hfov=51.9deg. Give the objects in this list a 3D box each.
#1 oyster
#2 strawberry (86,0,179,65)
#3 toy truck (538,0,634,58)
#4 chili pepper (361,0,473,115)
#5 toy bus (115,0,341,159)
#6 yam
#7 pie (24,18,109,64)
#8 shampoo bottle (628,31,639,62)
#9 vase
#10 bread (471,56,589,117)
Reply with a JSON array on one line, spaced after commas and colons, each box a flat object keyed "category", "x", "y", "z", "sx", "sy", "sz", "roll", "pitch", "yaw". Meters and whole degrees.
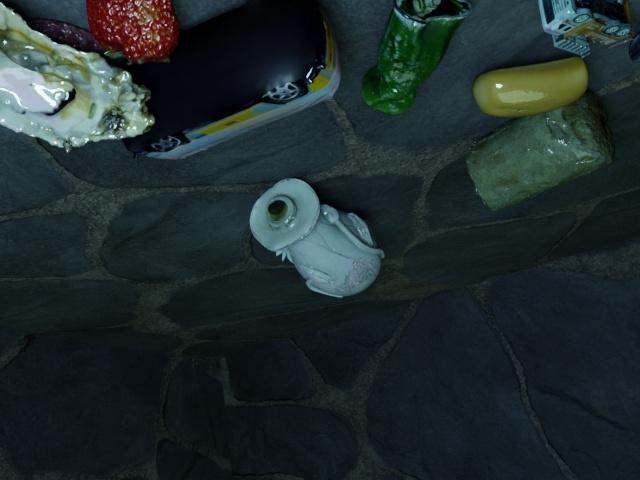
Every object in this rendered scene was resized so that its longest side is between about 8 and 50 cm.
[{"category": "oyster", "x": -0.421, "y": -0.242, "z": 0.976, "sx": 0.355, "sy": 0.107, "sz": 0.201, "roll": 28, "pitch": 123, "yaw": -26}, {"category": "strawberry", "x": -0.267, "y": -0.327, "z": 0.935, "sx": 0.131, "sy": 0.148, "sz": 0.131, "roll": 0, "pitch": -160, "yaw": 0}, {"category": "toy truck", "x": 0.443, "y": -0.382, "z": 1.132, "sx": 0.178, "sy": 0.080, "sz": 0.115, "roll": 4, "pitch": 165, "yaw": -35}, {"category": "chili pepper", "x": 0.147, "y": -0.314, "z": 1.156, "sx": 0.136, "sy": 0.099, "sz": 0.270, "roll": -28, "pitch": 162, "yaw": -27}, {"category": "toy bus", "x": -0.141, "y": -0.264, "z": 1.075, "sx": 0.387, "sy": 0.171, "sz": 0.162, "roll": -17, "pitch": 176, "yaw": 23}, {"category": "yam", "x": 0.489, "y": -0.202, "z": 1.473, "sx": 0.195, "sy": 0.195, "sz": 0.300, "roll": 10, "pitch": 153, "yaw": -42}, {"category": "pie", "x": -0.428, "y": -0.280, "z": 1.050, "sx": 0.183, "sy": 0.049, "sz": 0.182, "roll": -9, "pitch": 153, "yaw": -5}, {"category": "shampoo bottle", "x": 0.723, "y": -0.388, "z": 1.272, "sx": 0.234, "sy": 0.049, "sz": 0.087, "roll": -8, "pitch": 162, "yaw": -5}, {"category": "vase", "x": 0.000, "y": 0.000, "z": 1.747, "sx": 0.250, "sy": 0.249, "sz": 0.445, "roll": -18, "pitch": 153, "yaw": 21}, {"category": "bread", "x": 0.407, "y": -0.293, "z": 1.280, "sx": 0.218, "sy": 0.098, "sz": 0.147, "roll": -10, "pitch": -179, "yaw": 3}]
